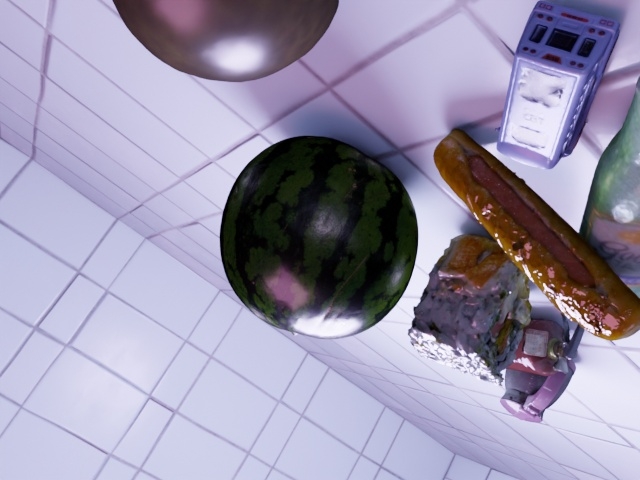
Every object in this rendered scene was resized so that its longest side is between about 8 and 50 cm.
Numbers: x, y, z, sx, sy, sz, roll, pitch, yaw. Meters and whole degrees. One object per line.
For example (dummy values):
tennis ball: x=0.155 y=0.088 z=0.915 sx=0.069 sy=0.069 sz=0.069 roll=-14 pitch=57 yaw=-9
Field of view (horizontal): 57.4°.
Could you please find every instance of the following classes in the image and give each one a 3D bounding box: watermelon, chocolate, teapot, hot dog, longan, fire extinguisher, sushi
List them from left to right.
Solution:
longan: x=-0.084 y=-0.234 z=0.494 sx=0.198 sy=0.198 sz=0.212 roll=19 pitch=156 yaw=34
watermelon: x=0.000 y=0.000 z=0.835 sx=0.285 sy=0.285 sz=0.285 roll=28 pitch=161 yaw=10
sushi: x=0.232 y=0.111 z=0.877 sx=0.140 sy=0.184 sz=0.274 roll=20 pitch=160 yaw=35
fire extinguisher: x=0.341 y=0.173 z=1.011 sx=0.105 sy=0.104 sz=0.269 roll=37 pitch=163 yaw=-16
hot dog: x=0.214 y=-0.011 z=0.613 sx=0.285 sy=0.061 sz=0.088 roll=55 pitch=-176 yaw=33
teapot: x=0.398 y=0.260 z=1.061 sx=0.116 sy=0.146 sz=0.148 roll=40 pitch=160 yaw=-23
chocolate: x=0.296 y=-0.038 z=0.538 sx=0.110 sy=0.110 sz=0.291 roll=21 pitch=157 yaw=28

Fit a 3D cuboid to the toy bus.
toy bus: x=0.196 y=-0.120 z=0.511 sx=0.073 sy=0.076 sz=0.167 roll=24 pitch=160 yaw=21
